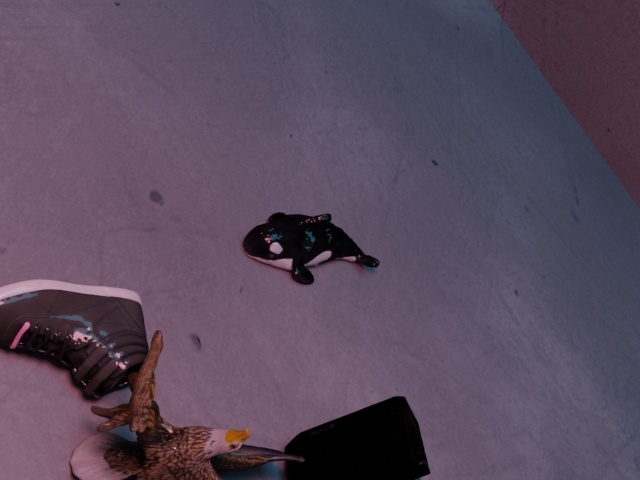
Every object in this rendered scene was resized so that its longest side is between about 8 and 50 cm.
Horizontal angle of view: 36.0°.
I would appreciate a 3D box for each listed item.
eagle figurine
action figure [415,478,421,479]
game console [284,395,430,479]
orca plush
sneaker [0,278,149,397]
[{"bbox_3d":[-0.162,0.306,1.341,0.226,0.225,0.298,-52,120,-23],"label":"eagle figurine"},{"bbox_3d":[0.134,0.424,1.534,0.164,0.141,0.276,28,35,-47],"label":"action figure"},{"bbox_3d":[0.069,0.405,1.418,0.044,0.213,0.361,55,16,-44],"label":"game console"},{"bbox_3d":[0.000,0.000,1.821,0.287,0.102,0.151,19,46,-31],"label":"orca plush"},{"bbox_3d":[-0.353,0.143,1.365,0.295,0.104,0.147,4,49,-46],"label":"sneaker"}]
